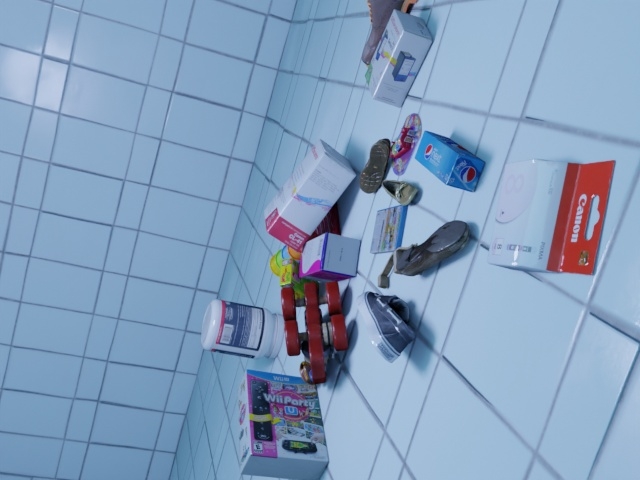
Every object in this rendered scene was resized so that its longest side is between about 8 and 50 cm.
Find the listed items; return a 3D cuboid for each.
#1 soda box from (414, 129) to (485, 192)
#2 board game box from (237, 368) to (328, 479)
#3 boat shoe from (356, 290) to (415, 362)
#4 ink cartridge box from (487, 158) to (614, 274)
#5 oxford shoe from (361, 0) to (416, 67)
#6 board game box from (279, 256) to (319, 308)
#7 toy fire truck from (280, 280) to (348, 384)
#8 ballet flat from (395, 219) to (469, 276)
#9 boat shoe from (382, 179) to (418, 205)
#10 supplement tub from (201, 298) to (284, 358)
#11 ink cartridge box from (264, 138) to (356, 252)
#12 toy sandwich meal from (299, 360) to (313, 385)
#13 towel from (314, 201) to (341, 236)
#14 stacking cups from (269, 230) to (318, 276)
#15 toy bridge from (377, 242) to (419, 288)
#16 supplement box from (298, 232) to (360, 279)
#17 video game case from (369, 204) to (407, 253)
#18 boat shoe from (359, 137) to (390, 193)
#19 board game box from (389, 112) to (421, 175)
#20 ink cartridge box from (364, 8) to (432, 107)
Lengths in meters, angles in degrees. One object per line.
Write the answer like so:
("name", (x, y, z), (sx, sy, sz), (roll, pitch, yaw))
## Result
("soda box", (0.278, -0.175, 1.554), (0.210, 0.067, 0.071), (-119, 45, -64))
("board game box", (-0.114, 0.520, 2.023), (0.303, 0.223, 0.098), (-104, 30, -54))
("boat shoe", (0.158, 0.174, 1.645), (0.102, 0.108, 0.301), (-41, 12, 8))
("ink cartridge box", (0.374, -0.043, 1.189), (0.232, 0.066, 0.189), (179, 103, -76))
("oxford shoe", (0.184, -0.676, 2.088), (0.130, 0.132, 0.364), (-98, 26, -47))
("board game box", (-0.064, 0.137, 2.236), (0.043, 0.181, 0.092), (-15, 54, 24))
("toy fire truck", (-0.013, 0.276, 2.041), (0.302, 0.169, 0.254), (-98, 1, -46))
("ballet flat", (0.250, 0.025, 1.540), (0.250, 0.058, 0.084), (-38, 20, 55))
("boat shoe", (0.197, -0.126, 1.784), (0.056, 0.048, 0.153), (-56, 17, 4))
("supplement tub", (-0.287, 0.329, 2.611), (0.191, 0.272, 0.191), (-167, 90, -72))
("ink cartridge box", (-0.039, -0.145, 2.228), (0.306, 0.131, 0.226), (-51, 16, 12))
("toy sandwich meal", (-0.032, 0.392, 2.118), (0.029, 0.085, 0.086), (-32, 41, 27))
("towel", (0.000, 0.000, 2.357), (0.199, 0.031, 0.275), (-94, 24, -45))
("stacking cups", (-0.091, 0.042, 2.417), (0.316, 0.096, 0.096), (136, 143, -65))
("toy bridge", (0.191, 0.051, 1.733), (0.188, 0.026, 0.063), (128, 150, -54))
("supplement box", (0.022, 0.056, 2.111), (0.220, 0.113, 0.111), (159, 122, -68))
("video game case", (0.176, -0.027, 1.854), (0.166, 0.015, 0.119), (169, 113, -71))
("boat shoe", (0.158, -0.206, 1.979), (0.060, 0.064, 0.178), (-48, -18, -46))
("board game box", (0.211, -0.258, 1.877), (0.133, 0.033, 0.169), (-106, 34, -57))
("ink cartridge box", (0.210, -0.499, 1.952), (0.154, 0.093, 0.212), (-98, 29, -50))
